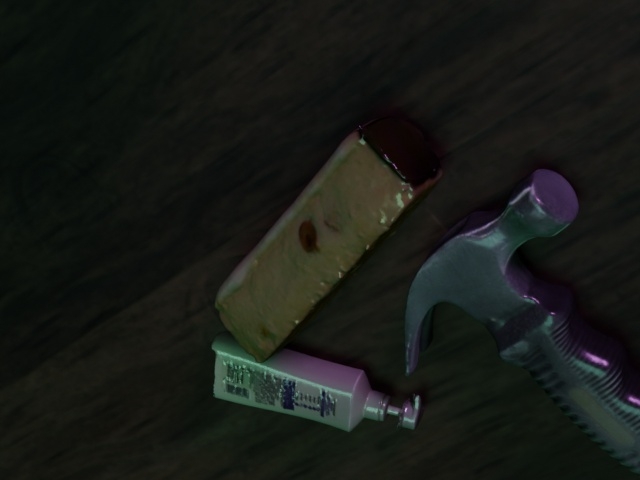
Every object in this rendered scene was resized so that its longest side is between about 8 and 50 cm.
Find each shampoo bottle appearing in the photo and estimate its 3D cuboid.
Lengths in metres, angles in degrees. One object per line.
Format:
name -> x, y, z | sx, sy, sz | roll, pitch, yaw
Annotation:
shampoo bottle -> -0.002, 0.096, 1.028 | 0.141, 0.034, 0.049 | 14, 122, 15

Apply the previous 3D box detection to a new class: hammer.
hammer -> 0.153, 0.074, 0.930 | 0.226, 0.041, 0.159 | 40, 132, -6

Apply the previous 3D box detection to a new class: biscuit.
biscuit -> 0.000, 0.000, 0.944 | 0.056, 0.052, 0.188 | 46, 131, 6
